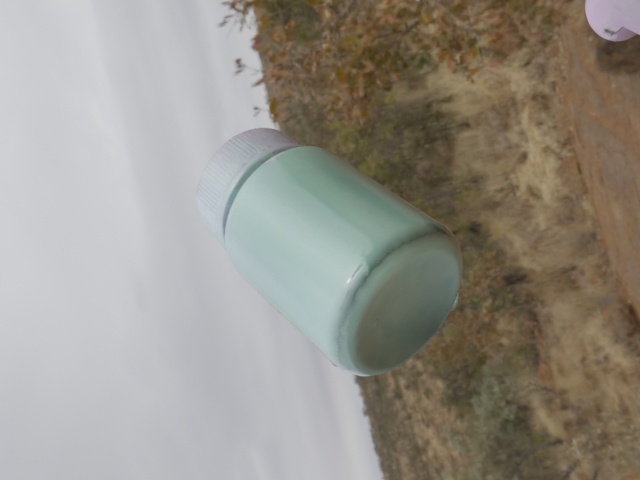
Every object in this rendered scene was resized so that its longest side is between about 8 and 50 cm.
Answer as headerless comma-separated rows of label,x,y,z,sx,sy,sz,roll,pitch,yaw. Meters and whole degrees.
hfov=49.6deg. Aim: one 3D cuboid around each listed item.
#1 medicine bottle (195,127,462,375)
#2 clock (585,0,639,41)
medicine bottle,0.000,0.000,0.598,0.225,0.139,0.139,38,157,39
clock,0.480,-0.322,0.754,0.322,0.295,0.113,-61,-6,-13
